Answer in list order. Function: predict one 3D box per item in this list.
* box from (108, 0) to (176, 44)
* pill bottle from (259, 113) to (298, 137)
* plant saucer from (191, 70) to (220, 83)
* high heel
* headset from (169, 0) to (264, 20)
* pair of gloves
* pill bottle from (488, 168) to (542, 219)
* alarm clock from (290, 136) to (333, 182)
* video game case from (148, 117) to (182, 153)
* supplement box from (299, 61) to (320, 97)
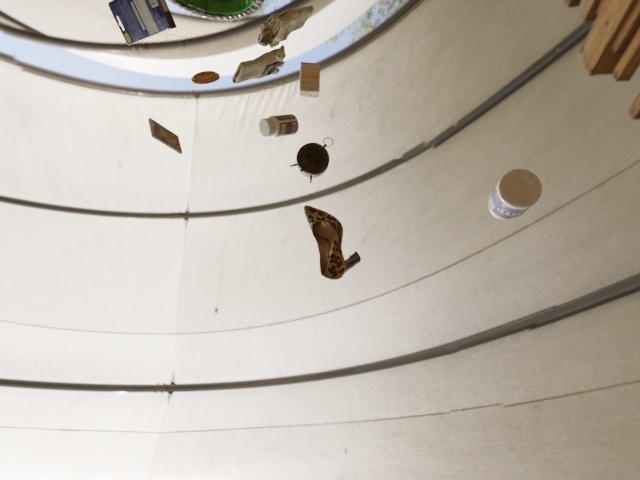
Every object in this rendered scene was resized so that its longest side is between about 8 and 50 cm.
[{"bbox_3d":[-0.581,-0.733,1.345,0.225,0.137,0.036,0,-145,30],"label":"box"},{"bbox_3d":[-0.155,-0.425,1.539,0.137,0.078,0.078,-21,-126,-40],"label":"pill bottle"},{"bbox_3d":[-0.338,-0.481,1.217,0.083,0.013,0.084,-3,-139,3],"label":"plant saucer"},{"bbox_3d":[0.000,0.000,1.284,0.261,0.093,0.186,49,-144,10],"label":"high heel"},{"bbox_3d":[-0.188,-0.555,0.722,0.243,0.394,0.185,10,-98,-22],"label":"headset"},{"bbox_3d":[-0.123,-0.524,1.122,0.042,0.240,0.204,47,-138,-3],"label":"pair of gloves"},{"bbox_3d":[0.545,-0.121,1.185,0.111,0.187,0.112,-2,-102,10],"label":"pill bottle"},{"bbox_3d":[-0.018,-0.329,1.612,0.129,0.064,0.192,39,-100,1],"label":"alarm clock"},{"bbox_3d":[-0.518,-0.348,1.387,0.011,0.122,0.087,-32,-120,17],"label":"video game case"},{"bbox_3d":[-0.034,-0.500,1.290,0.062,0.036,0.099,3,-101,-6],"label":"supplement box"}]
